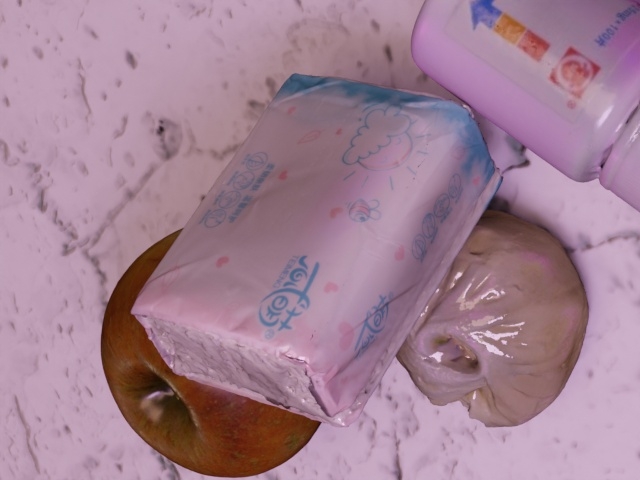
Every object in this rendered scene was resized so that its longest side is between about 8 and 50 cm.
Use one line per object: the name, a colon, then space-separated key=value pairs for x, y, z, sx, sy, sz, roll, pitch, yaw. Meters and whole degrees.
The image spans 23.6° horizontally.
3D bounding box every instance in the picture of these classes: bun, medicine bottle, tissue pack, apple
bun: x=0.132 y=0.074 z=1.323 sx=0.178 sy=0.128 sz=0.193 roll=23 pitch=116 yaw=21
medicine bottle: x=0.209 y=-0.132 z=1.210 sx=0.254 sy=0.152 sz=0.152 roll=37 pitch=118 yaw=15
tissue pack: x=-0.002 y=0.000 z=1.248 sx=0.201 sy=0.271 sz=0.124 roll=12 pitch=149 yaw=38
apple: x=-0.083 y=0.094 z=1.422 sx=0.237 sy=0.207 sz=0.237 roll=24 pitch=132 yaw=30
